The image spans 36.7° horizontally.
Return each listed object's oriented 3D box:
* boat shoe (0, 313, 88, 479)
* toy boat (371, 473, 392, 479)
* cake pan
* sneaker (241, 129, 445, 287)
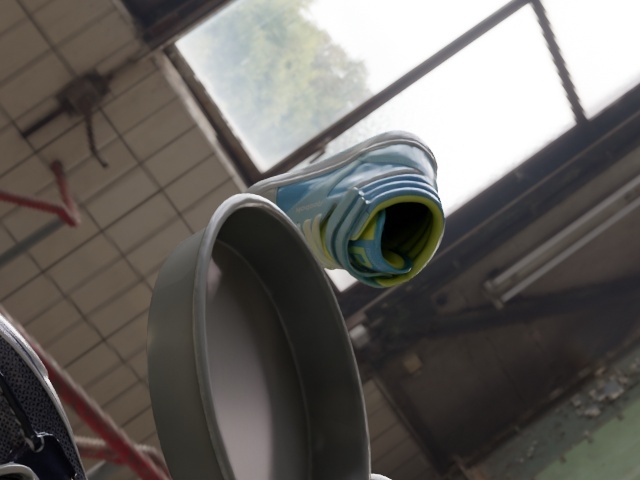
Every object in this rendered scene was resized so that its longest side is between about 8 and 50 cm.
[{"bbox_3d":[-0.187,0.182,0.585,0.341,0.127,0.158,67,-17,-16],"label":"boat shoe"},{"bbox_3d":[0.054,0.464,1.446,0.151,0.231,0.151,52,3,-43],"label":"toy boat"},{"bbox_3d":[-0.040,0.112,0.724,0.293,0.054,0.293,-15,90,-71],"label":"cake pan"},{"bbox_3d":[0.000,0.000,1.116,0.127,0.319,0.208,54,12,-27],"label":"sneaker"}]
